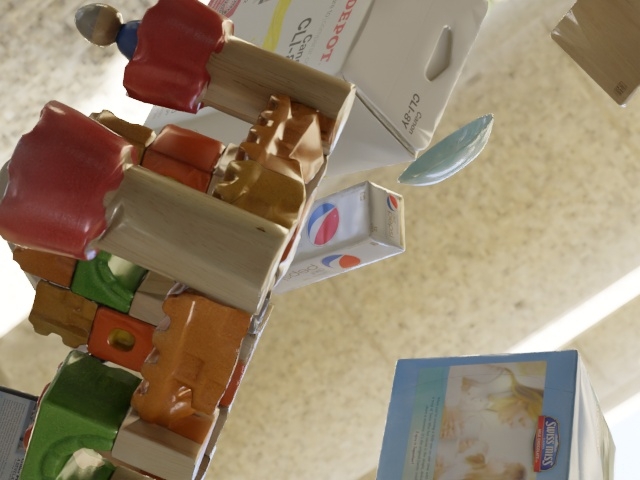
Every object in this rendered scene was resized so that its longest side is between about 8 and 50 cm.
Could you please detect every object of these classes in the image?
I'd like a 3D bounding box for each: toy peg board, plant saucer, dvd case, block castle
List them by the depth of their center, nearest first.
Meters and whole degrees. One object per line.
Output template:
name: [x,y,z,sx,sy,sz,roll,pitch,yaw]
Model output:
block castle: [-0.158,0.067,0.906,0.212,0.453,0.303,22,-147,1]
dvd case: [-0.453,0.290,1.742,0.022,0.253,0.180,32,-109,-53]
toy peg board: [0.433,-0.290,1.744,0.079,0.161,0.161,7,-141,-48]
plant saucer: [0.217,-0.140,2.108,0.037,0.195,0.195,53,-164,-10]

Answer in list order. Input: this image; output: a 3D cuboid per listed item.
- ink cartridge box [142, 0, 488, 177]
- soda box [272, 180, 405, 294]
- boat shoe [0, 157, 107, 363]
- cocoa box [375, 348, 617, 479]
ink cartridge box: [-0.013,-0.227,1.615,0.160,0.384,0.279,43,-124,-32]
soda box: [0.000,0.000,1.522,0.069,0.216,0.074,20,-120,-42]
boat shoe: [-0.400,0.038,1.948,0.158,0.127,0.341,138,109,-77]
cocoa box: [0.198,0.327,1.435,0.228,0.231,0.347,60,-147,-43]
